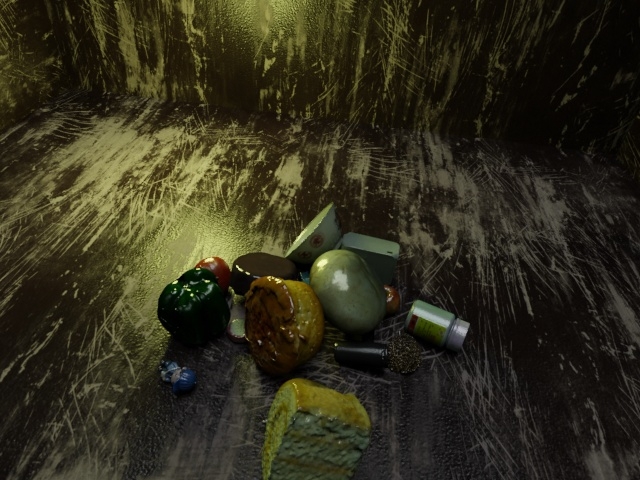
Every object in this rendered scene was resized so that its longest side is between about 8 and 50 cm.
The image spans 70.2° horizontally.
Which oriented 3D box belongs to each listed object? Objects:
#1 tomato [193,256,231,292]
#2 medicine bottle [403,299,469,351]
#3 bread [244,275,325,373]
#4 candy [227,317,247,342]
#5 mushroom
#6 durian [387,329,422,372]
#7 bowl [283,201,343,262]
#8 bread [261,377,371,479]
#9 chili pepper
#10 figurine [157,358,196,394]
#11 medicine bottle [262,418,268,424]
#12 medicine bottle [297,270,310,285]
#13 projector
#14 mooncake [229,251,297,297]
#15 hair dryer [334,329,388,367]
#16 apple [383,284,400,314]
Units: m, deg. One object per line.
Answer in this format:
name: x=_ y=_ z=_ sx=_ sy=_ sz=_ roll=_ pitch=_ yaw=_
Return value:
tomato: x=-0.452 y=0.147 z=1.904 sx=0.167 sy=0.167 sz=0.167 roll=3 pitch=40 yaw=-3
medicine bottle: x=0.452 y=0.334 z=1.780 sx=0.225 sy=0.139 sz=0.139 roll=21 pitch=42 yaw=18
bread: x=-0.133 y=0.288 z=1.609 sx=0.204 sy=0.358 sz=0.336 roll=-8 pitch=84 yaw=-34
candy: x=-0.307 y=0.347 z=1.756 sx=0.103 sy=0.043 sz=0.103 roll=3 pitch=40 yaw=-3
mushroom: x=0.094 y=0.196 z=1.731 sx=0.260 sy=0.352 sz=0.352 roll=-37 pitch=37 yaw=20
durian: x=0.313 y=0.405 z=1.718 sx=0.148 sy=0.091 sz=0.188 roll=2 pitch=38 yaw=-1
bowl: x=0.000 y=0.000 z=2.059 sx=0.157 sy=0.337 sz=0.337 roll=41 pitch=43 yaw=-7
bread: x=-0.042 y=0.593 z=1.312 sx=0.239 sy=0.395 sz=0.264 roll=16 pitch=13 yaw=-15
chili pepper: x=-0.462 y=0.243 z=1.701 sx=0.233 sy=0.256 sz=0.248 roll=29 pitch=53 yaw=21
figurine: x=-0.497 y=0.469 z=1.573 sx=0.149 sy=0.086 sz=0.087 roll=21 pitch=1 yaw=35
medicine bottle: x=-0.088 y=0.588 z=1.480 sx=0.199 sy=0.057 sz=0.057 roll=0 pitch=40 yaw=-6
medicine bottle: x=0.030 y=0.202 z=1.939 sx=0.258 sy=0.079 sz=0.124 roll=3 pitch=42 yaw=-4
projector: x=0.207 y=0.086 z=2.006 sx=0.250 sy=0.198 sz=0.108 roll=12 pitch=40 yaw=6
mooncake: x=-0.234 y=0.157 z=1.874 sx=0.283 sy=0.141 sz=0.283 roll=7 pitch=18 yaw=-2
hair dryer: x=0.169 y=0.383 z=1.738 sx=0.197 sy=0.089 sz=0.251 roll=1 pitch=24 yaw=14
apple: x=0.270 y=0.249 z=1.893 sx=0.126 sy=0.102 sz=0.126 roll=0 pitch=43 yaw=0
